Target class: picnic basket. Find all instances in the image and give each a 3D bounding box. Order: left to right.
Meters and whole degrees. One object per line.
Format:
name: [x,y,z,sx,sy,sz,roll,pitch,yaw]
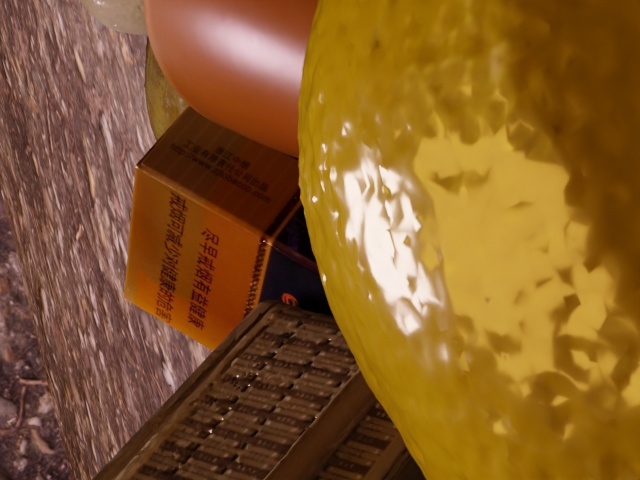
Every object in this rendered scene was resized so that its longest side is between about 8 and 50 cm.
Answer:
picnic basket: [0.004,0.208,0.895,0.175,0.228,0.313,11,134,36]

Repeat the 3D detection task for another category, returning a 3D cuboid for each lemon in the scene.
lemon: [0.125,-0.007,0.477,0.320,0.245,0.245,65,160,14]

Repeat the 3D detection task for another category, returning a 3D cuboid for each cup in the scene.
cup: [0.050,-0.091,0.803,0.226,0.182,0.264,46,175,-39]

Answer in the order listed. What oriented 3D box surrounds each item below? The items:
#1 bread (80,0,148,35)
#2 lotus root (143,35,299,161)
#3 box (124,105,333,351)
bread: [-0.129,-0.250,1.204,0.148,0.134,0.141,51,149,26]
lotus root: [-0.042,-0.136,1.038,0.278,0.154,0.154,107,143,-52]
box: [-0.003,0.035,0.969,0.237,0.070,0.152,28,146,9]
